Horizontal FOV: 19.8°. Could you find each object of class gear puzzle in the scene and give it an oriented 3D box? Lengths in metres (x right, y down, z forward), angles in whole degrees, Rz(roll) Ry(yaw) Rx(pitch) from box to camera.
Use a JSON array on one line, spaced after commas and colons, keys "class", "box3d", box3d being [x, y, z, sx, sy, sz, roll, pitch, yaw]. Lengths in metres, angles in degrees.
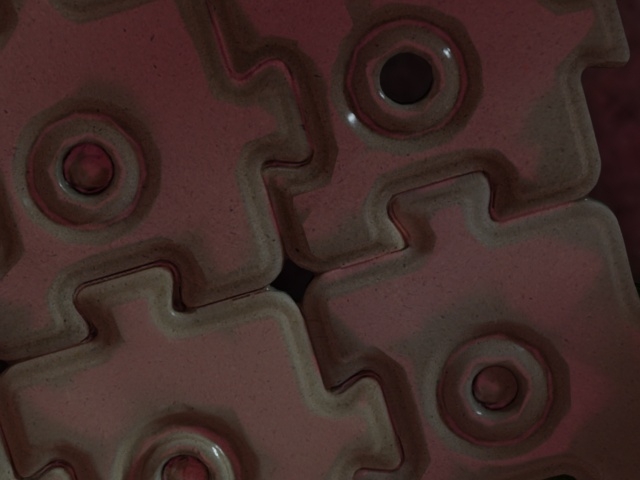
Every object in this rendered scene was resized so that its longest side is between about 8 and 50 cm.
[{"class": "gear puzzle", "box3d": [0.000, 0.000, 0.459, 0.339, 0.044, 0.175, -16, 100, 4]}]
